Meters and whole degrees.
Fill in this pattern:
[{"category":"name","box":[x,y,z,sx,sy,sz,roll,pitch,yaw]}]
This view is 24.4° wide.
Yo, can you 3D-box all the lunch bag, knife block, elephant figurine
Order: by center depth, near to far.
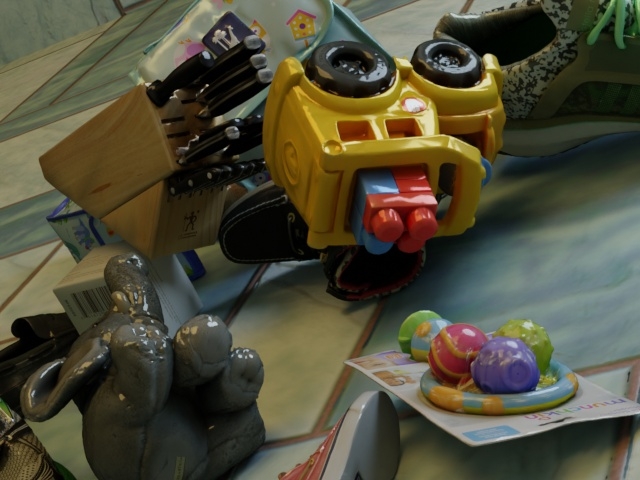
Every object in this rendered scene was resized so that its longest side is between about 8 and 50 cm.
[{"category":"elephant figurine","box":[-0.163,0.125,1.250,0.186,0.169,0.239,-22,20,-33]},{"category":"knife block","box":[-0.156,-0.119,1.467,0.088,0.242,0.276,-13,36,-43]},{"category":"lunch bag","box":[-0.046,-0.169,1.597,0.223,0.262,0.160,-46,19,4]},{"category":"lunch bag","box":[-0.214,-0.004,1.676,0.151,0.129,0.096,-9,31,37]}]

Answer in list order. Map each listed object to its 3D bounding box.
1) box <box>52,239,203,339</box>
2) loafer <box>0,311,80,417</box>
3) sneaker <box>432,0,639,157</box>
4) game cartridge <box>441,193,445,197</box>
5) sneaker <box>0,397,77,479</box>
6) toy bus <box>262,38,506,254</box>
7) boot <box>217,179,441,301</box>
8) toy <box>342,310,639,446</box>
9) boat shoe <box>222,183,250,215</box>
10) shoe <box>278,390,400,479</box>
[{"category":"box","box":[-0.199,0.060,1.536,0.101,0.102,0.087,-14,25,35]},{"category":"loafer","box":[-0.290,0.109,1.561,0.076,0.078,0.223,-5,29,46]},{"category":"sneaker","box":[0.278,-0.186,1.355,0.410,0.182,0.158,-13,58,35]},{"category":"game cartridge","box":[0.123,-0.060,1.556,0.083,0.017,0.056,-33,24,-16]},{"category":"sneaker","box":[-0.331,0.177,1.309,0.134,0.146,0.343,-34,32,-23]},{"category":"toy bus","box":[0.078,-0.067,1.317,0.220,0.149,0.211,-5,41,-17]},{"category":"boot","box":[0.000,-0.002,1.442,0.236,0.085,0.178,-13,23,11]},{"category":"toy","box":[0.118,0.085,1.071,0.137,0.056,0.237,-9,9,-19]},{"category":"boat shoe","box":[-0.211,-0.052,1.821,0.302,0.113,0.103,-11,19,36]},{"category":"shoe","box":[-0.003,0.172,1.051,0.081,0.063,0.178,-13,27,27]}]
